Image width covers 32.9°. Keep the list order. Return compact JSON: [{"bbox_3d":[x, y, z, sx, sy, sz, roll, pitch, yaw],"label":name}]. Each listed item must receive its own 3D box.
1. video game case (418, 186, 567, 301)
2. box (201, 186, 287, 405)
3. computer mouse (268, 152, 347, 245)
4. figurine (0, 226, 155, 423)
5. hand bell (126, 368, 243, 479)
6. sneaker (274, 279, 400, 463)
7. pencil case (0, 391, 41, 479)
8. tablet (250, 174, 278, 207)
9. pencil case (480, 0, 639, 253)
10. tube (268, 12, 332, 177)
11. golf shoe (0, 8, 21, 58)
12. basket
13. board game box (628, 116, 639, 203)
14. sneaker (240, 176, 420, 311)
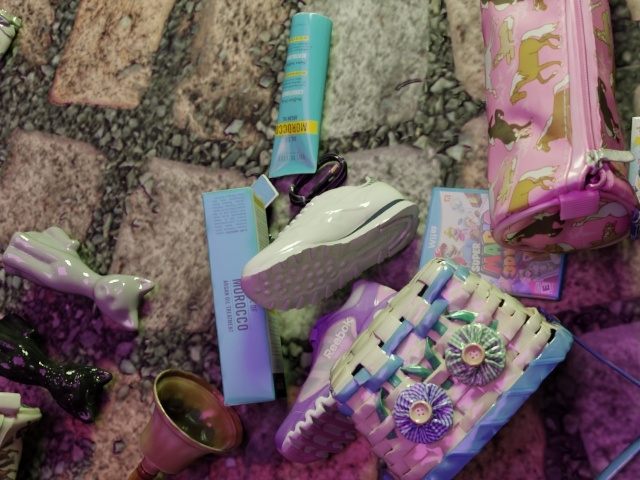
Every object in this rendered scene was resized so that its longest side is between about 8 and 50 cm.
[{"bbox_3d":[0.196,0.002,1.221,0.166,0.015,0.119,5,78,28],"label":"video game case"},{"bbox_3d":[-0.088,0.067,1.263,0.060,0.100,0.244,-8,82,5],"label":"box"},{"bbox_3d":[-0.052,-0.010,1.334,0.071,0.041,0.242,36,92,31],"label":"computer mouse"},{"bbox_3d":[-0.337,0.107,1.426,0.209,0.092,0.215,24,86,22],"label":"figurine"},{"bbox_3d":[-0.213,0.283,1.311,0.242,0.126,0.126,-50,59,20],"label":"hand bell"},{"bbox_3d":[0.022,0.141,1.230,0.104,0.095,0.236,35,87,37],"label":"sneaker"},{"bbox_3d":[-0.478,0.381,1.360,0.183,0.160,0.410,4,76,47],"label":"pencil case"},{"bbox_3d":[-0.091,-0.042,1.374,0.083,0.006,0.054,-46,40,8],"label":"tablet"},{"bbox_3d":[0.249,-0.180,1.153,0.167,0.160,0.386,-15,64,35],"label":"pencil case"},{"bbox_3d":[-0.023,-0.182,1.369,0.080,0.052,0.207,-3,76,48],"label":"tube"},{"bbox_3d":[-0.544,-0.322,1.660,0.176,0.069,0.086,18,90,31],"label":"golf shoe"},{"bbox_3d":[0.162,0.177,1.093,0.289,0.201,0.255,39,91,-5],"label":"basket"},{"bbox_3d":[0.404,-0.080,1.134,0.154,0.026,0.103,0,75,27],"label":"board game box"},{"bbox_3d":[0.000,0.000,1.236,0.235,0.090,0.095,-25,52,-29],"label":"sneaker"}]
